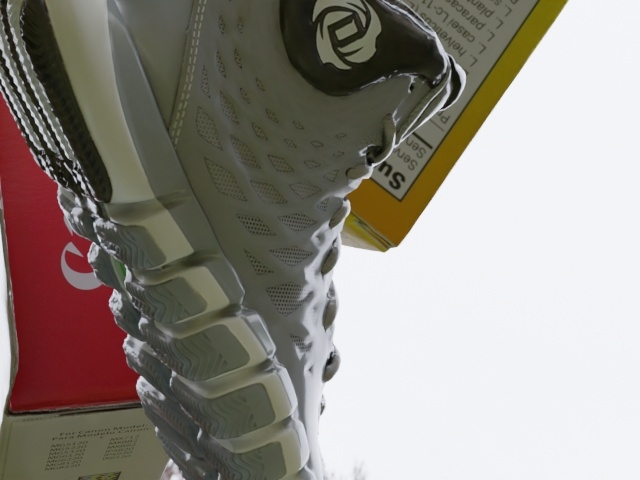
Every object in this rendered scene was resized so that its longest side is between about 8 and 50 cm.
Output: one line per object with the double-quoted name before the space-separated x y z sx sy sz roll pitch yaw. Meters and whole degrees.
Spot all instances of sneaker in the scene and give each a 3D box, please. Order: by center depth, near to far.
"sneaker" 0.000 0.000 0.377 0.086 0.132 0.228 28 -37 53

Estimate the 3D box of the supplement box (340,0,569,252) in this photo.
"supplement box" 0.034 -0.195 0.703 0.194 0.356 0.195 38 -9 -17

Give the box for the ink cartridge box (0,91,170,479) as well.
"ink cartridge box" -0.177 -0.001 0.849 0.130 0.309 0.272 -3 -26 -20
